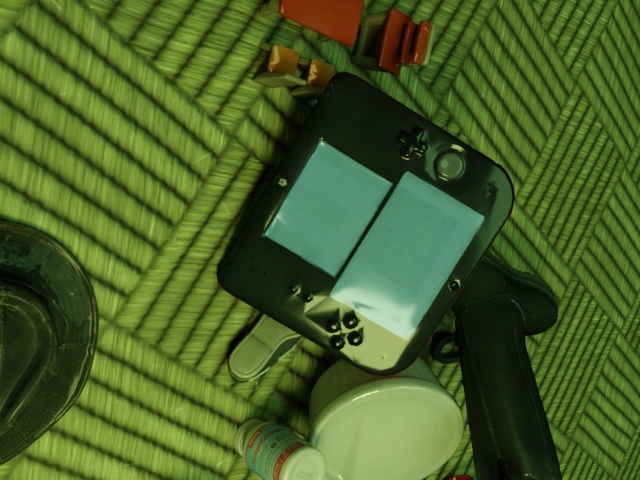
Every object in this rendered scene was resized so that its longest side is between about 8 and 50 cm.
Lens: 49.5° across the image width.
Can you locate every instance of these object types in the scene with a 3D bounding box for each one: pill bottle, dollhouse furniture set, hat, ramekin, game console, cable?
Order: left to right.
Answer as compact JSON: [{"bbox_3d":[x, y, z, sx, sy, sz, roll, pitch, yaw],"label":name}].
[{"bbox_3d":[-0.397,0.144,0.836,0.331,0.134,0.331,-9,105,-38],"label":"hat"},{"bbox_3d":[-0.070,0.347,1.122,0.087,0.160,0.087,-9,104,-38],"label":"pill bottle"},{"bbox_3d":[0.043,-0.348,1.088,0.259,0.135,0.262,11,92,-40],"label":"dollhouse furniture set"},{"bbox_3d":[0.074,-0.012,1.073,0.342,0.060,0.386,30,98,-9],"label":"game console"},{"bbox_3d":[0.101,0.306,1.213,0.273,0.127,0.273,-6,125,-9],"label":"ramekin"},{"bbox_3d":[0.342,0.233,1.521,0.287,0.072,0.139,-5,120,-26],"label":"cable"}]

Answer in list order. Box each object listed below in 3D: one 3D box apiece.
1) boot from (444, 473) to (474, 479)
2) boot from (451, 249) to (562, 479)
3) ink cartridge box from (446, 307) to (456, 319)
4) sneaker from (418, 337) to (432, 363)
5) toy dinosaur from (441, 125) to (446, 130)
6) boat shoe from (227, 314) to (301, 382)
[{"bbox_3d":[0.369,0.639,1.545,0.377,0.138,0.284,-42,112,-41],"label":"boot"},{"bbox_3d":[0.370,0.257,1.272,0.367,0.146,0.445,25,40,-35],"label":"boot"},{"bbox_3d":[0.294,0.102,1.452,0.115,0.029,0.063,-55,128,-16],"label":"ink cartridge box"},{"bbox_3d":[0.166,0.125,1.324,0.129,0.111,0.297,-11,110,-53],"label":"sneaker"},{"bbox_3d":[0.128,-0.055,1.192,0.200,0.127,0.296,45,77,-27],"label":"toy dinosaur"},{"bbox_3d":[-0.076,0.160,1.159,0.206,0.075,0.065,-41,165,-32],"label":"boat shoe"}]
